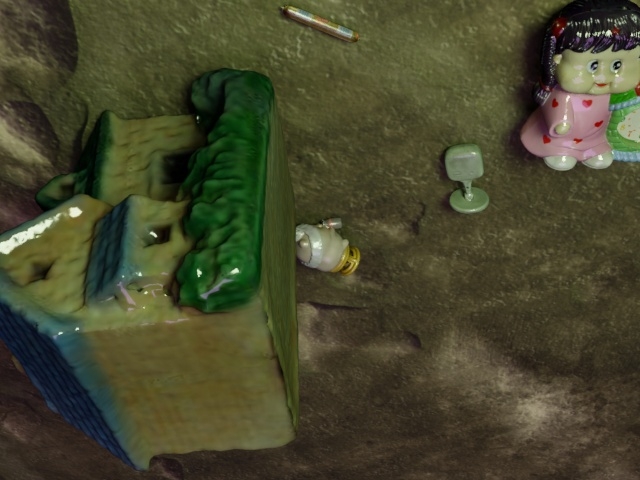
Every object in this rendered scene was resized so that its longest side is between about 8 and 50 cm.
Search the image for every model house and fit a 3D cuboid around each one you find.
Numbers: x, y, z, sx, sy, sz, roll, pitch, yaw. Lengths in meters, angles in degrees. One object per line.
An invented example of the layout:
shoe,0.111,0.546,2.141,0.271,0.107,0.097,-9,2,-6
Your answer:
model house,-0.207,0.018,0.934,0.342,0.382,0.335,-5,138,5

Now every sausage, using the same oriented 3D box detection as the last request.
sausage,0.001,-0.243,0.901,0.100,0.015,0.015,17,137,-17

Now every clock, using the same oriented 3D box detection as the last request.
clock,0.334,-0.181,0.903,0.193,0.100,0.195,-4,142,1

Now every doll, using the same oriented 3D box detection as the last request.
doll,0.000,0.000,1.151,0.127,0.073,0.084,25,101,-30

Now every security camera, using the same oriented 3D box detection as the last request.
security camera,0.193,-0.087,1.058,0.058,0.058,0.092,-4,127,7
